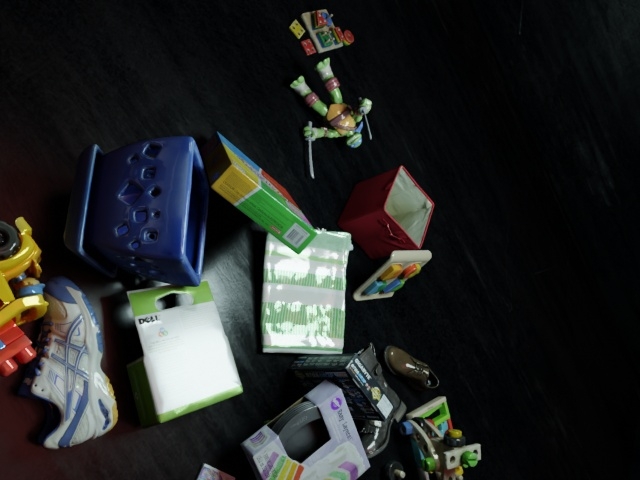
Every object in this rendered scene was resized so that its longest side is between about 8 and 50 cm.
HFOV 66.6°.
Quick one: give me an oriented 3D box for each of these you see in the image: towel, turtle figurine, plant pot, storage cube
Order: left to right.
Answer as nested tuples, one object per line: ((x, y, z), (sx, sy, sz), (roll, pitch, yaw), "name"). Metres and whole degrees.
((-0.336, -0.047, 0.922), (0.212, 0.236, 0.235), (2, 73, -5), "plant pot")
((-0.034, 0.127, 1.254), (0.248, 0.038, 0.324), (8, 83, -29), "towel")
((0.035, -0.377, 1.421), (0.266, 0.198, 0.274), (55, 44, -11), "turtle figurine")
((0.199, -0.079, 1.485), (0.184, 0.193, 0.214), (44, 52, -25), "storage cube")

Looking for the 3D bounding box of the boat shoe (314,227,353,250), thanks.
((0.000, 0.000, 1.349), (0.226, 0.083, 0.075), (0, 79, -43), "boat shoe")

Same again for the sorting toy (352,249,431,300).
((0.217, 0.110, 1.450), (0.193, 0.208, 0.038), (1, 48, -43), "sorting toy")

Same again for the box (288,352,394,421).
((0.046, 0.357, 1.188), (0.175, 0.220, 0.051), (55, 50, -15), "box")

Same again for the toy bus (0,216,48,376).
((-0.510, 0.100, 0.762), (0.211, 0.149, 0.220), (47, 47, -4), "toy bus")

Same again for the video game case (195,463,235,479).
((-0.236, 0.541, 1.013), (0.087, 0.011, 0.122), (40, 53, -27), "video game case")

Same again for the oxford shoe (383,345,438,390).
((0.282, 0.385, 1.492), (0.227, 0.096, 0.082), (37, 56, -27), "oxford shoe")

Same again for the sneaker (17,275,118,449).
((-0.452, 0.211, 0.840), (0.131, 0.112, 0.296), (-14, 87, -44), "sneaker")

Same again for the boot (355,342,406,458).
((0.115, 0.436, 1.338), (0.263, 0.091, 0.228), (-38, 99, -47), "boot")

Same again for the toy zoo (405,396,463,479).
((0.365, 0.664, 1.529), (0.193, 0.030, 0.292), (-7, 82, -44), "toy zoo")

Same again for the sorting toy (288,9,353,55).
((0.012, -0.695, 1.599), (0.275, 0.046, 0.132), (-36, 102, -43), "sorting toy")

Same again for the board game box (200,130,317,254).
((-0.151, -0.118, 1.112), (0.242, 0.316, 0.064), (39, 97, -29), "board game box")

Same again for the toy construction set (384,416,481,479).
((0.366, 0.645, 1.352), (0.309, 0.237, 0.257), (30, 63, -25), "toy construction set")

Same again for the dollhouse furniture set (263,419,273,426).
((-0.063, 0.439, 1.162), (0.152, 0.076, 0.058), (-4, 81, -43), "dollhouse furniture set")

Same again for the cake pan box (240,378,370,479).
((-0.026, 0.484, 1.104), (0.246, 0.070, 0.266), (-30, 114, -29), "cake pan box")

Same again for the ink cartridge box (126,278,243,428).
((-0.292, 0.223, 1.001), (0.189, 0.097, 0.255), (-7, 72, -44), "ink cartridge box")
